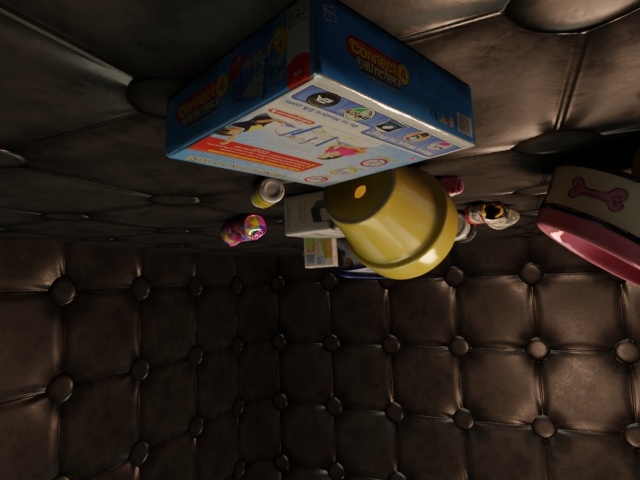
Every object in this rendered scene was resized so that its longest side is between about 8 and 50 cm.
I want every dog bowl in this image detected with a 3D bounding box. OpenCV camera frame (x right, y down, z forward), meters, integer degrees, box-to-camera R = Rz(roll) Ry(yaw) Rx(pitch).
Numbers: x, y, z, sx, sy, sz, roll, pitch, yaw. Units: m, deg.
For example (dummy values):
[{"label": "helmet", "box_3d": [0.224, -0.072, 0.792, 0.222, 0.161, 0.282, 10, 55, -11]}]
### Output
[{"label": "dog bowl", "box_3d": [0.687, -0.013, 0.945, 0.408, 0.150, 0.408, 30, -170, -6]}]

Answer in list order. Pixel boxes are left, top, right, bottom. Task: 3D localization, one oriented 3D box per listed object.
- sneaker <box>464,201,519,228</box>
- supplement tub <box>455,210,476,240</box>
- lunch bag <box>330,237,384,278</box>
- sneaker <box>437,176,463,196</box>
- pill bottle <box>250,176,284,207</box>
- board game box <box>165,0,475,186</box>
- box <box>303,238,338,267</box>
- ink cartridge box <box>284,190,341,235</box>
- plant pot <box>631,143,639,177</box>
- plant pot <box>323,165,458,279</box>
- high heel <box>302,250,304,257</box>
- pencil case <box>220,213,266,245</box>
[{"label": "sneaker", "box_3d": [0.627, -0.089, 1.491, 0.225, 0.088, 0.093, 0, 172, -24]}, {"label": "supplement tub", "box_3d": [0.561, -0.051, 1.691, 0.117, 0.117, 0.190, -6, 172, 31]}, {"label": "lunch bag", "box_3d": [0.233, 0.052, 1.908, 0.328, 0.238, 0.385, 3, 168, -40]}, {"label": "sneaker", "box_3d": [0.284, -0.129, 1.105, 0.171, 0.063, 0.075, -7, 168, -2]}, {"label": "pill bottle", "box_3d": [-0.140, -0.118, 1.065, 0.065, 0.065, 0.116, 1, 174, -24]}, {"label": "board game box", "box_3d": [-0.001, -0.163, 0.577, 0.308, 0.086, 0.302, 4, 172, -45]}, {"label": "box", "box_3d": [0.000, 0.000, 1.576, 0.114, 0.203, 0.103, -5, 174, 10]}, {"label": "ink cartridge box", "box_3d": [0.069, -0.077, 1.243, 0.289, 0.121, 0.211, -6, 173, 32]}, {"label": "plant pot", "box_3d": [0.680, -0.161, 0.831, 0.081, 0.083, 0.081, 0, 175, -20]}, {"label": "plant pot", "box_3d": [0.135, -0.066, 0.901, 0.254, 0.254, 0.239, -6, 158, 35]}, {"label": "high heel", "box_3d": [0.049, -0.017, 2.163, 0.181, 0.127, 0.377, -45, -167, -36]}, {"label": "pencil case", "box_3d": [-0.302, -0.039, 1.617, 0.104, 0.104, 0.236, 2, 172, -34]}]
